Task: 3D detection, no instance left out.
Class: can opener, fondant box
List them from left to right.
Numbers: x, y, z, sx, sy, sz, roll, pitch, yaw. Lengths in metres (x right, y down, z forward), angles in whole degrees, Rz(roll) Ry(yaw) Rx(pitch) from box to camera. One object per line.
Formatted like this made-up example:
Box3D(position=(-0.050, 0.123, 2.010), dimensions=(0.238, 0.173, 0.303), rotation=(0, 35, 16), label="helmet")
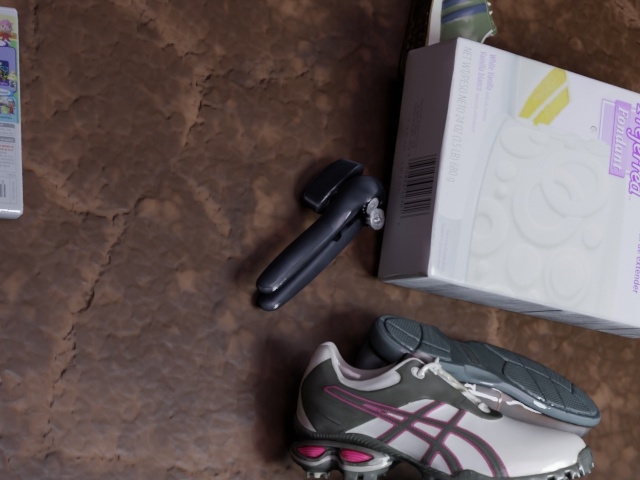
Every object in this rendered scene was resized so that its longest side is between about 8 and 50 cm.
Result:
Box3D(position=(0.000, 0.000, 1.603), dimensions=(0.186, 0.073, 0.059), rotation=(-52, 142, -28), label="can opener")
Box3D(position=(0.231, -0.046, 1.695), dimensions=(0.330, 0.096, 0.238), rotation=(13, 79, -30), label="fondant box")

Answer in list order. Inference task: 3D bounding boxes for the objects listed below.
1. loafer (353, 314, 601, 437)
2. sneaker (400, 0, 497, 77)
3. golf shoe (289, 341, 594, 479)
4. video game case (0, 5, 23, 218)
Box3D(position=(0.146, 0.148, 1.634), dimensions=(0.267, 0.084, 0.096), rotation=(21, 23, -25), label="loafer")
Box3D(position=(0.145, -0.239, 1.751), dimensions=(0.086, 0.064, 0.192), rotation=(23, 70, -24), label="sneaker")
Box3D(position=(0.108, 0.161, 1.498), dimensions=(0.272, 0.105, 0.120), rotation=(5, 91, 9), label="golf shoe")
Box3D(position=(-0.359, -0.119, 1.436), dimensions=(0.212, 0.023, 0.193), rotation=(4, 73, -29), label="video game case")
